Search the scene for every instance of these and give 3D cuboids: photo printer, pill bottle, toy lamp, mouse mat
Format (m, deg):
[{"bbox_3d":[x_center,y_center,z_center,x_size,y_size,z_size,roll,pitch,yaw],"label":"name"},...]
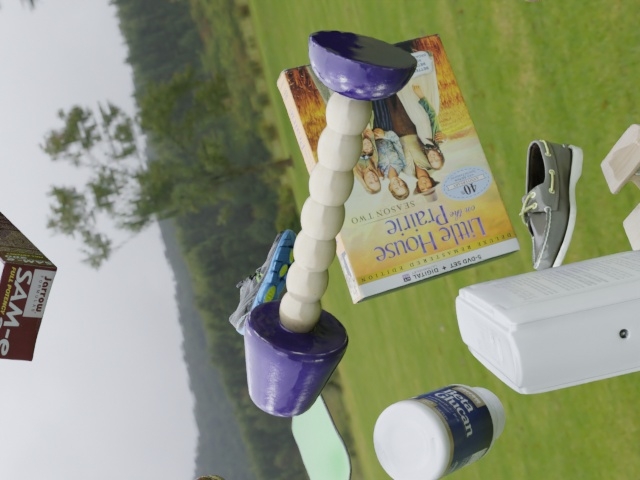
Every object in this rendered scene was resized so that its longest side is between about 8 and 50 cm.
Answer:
[{"bbox_3d":[0.352,0.092,1.208,0.256,0.308,0.107,-139,38,-79],"label":"photo printer"},{"bbox_3d":[0.144,0.216,1.093,0.169,0.094,0.094,-5,-106,-53],"label":"pill bottle"},{"bbox_3d":[0.000,0.000,0.654,0.080,0.080,0.274,-115,35,-56],"label":"toy lamp"},{"bbox_3d":[-0.001,0.247,1.144,0.189,0.007,0.152,-119,27,-47],"label":"mouse mat"}]

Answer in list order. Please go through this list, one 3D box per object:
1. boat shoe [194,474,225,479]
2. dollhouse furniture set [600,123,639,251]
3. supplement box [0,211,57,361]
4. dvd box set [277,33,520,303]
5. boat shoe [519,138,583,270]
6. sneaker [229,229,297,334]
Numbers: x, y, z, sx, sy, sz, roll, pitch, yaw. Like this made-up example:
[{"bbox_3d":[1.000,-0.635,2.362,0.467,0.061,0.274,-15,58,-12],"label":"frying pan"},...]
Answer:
[{"bbox_3d":[-0.167,0.403,1.273,0.060,0.064,0.178,30,-115,-61],"label":"boat shoe"},{"bbox_3d":[0.745,-0.056,1.614,0.256,0.362,0.394,112,152,-57],"label":"dollhouse furniture set"},{"bbox_3d":[-0.431,0.048,1.240,0.239,0.073,0.130,29,105,48],"label":"supplement box"},{"bbox_3d":[0.134,-0.131,1.655,0.062,0.308,0.420,127,126,-72],"label":"dvd box set"},{"bbox_3d":[0.396,-0.061,1.676,0.109,0.091,0.305,109,180,-50],"label":"boat shoe"},{"bbox_3d":[-0.093,0.063,1.540,0.078,0.188,0.067,19,169,37],"label":"sneaker"}]
